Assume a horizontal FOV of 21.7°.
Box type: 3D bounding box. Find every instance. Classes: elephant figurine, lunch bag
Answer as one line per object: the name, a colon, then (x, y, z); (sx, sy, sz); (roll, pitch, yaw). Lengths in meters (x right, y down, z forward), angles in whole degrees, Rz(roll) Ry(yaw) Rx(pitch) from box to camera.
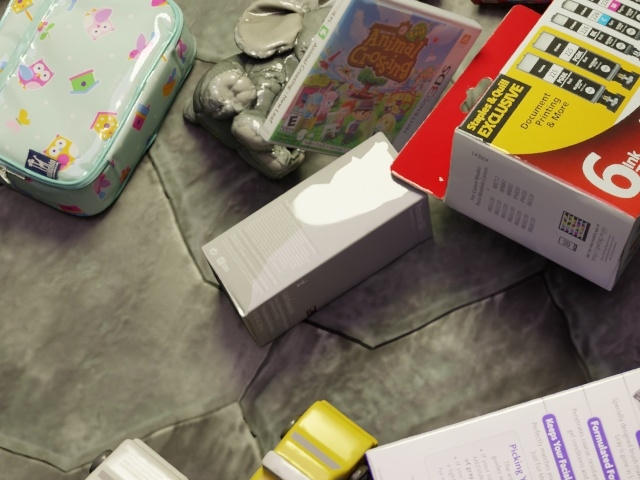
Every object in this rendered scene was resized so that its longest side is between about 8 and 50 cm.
elephant figurine: (-0.021, -0.197, 1.877); (0.186, 0.169, 0.239); (39, 81, 9)
lunch bag: (-0.293, -0.178, 1.926); (0.224, 0.108, 0.279); (24, 74, 15)

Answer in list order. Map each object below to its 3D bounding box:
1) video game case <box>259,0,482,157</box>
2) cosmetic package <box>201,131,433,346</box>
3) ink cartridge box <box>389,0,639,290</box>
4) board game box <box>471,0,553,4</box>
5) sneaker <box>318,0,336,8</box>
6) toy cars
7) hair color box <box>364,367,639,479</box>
video game case: (0.057, -0.172, 1.794); (0.023, 0.212, 0.193); (47, 115, 36)
cosmetic package: (0.000, 0.000, 1.816); (0.238, 0.127, 0.107); (-31, 69, -4)
ink cartridge box: (0.263, -0.145, 1.756); (0.272, 0.130, 0.309); (27, 56, 15)
board game box: (0.312, -0.338, 1.895); (0.281, 0.027, 0.145); (4, 74, 29)
sneaker: (0.095, -0.354, 1.973); (0.123, 0.106, 0.290); (32, 63, -19)
toy cars: (-0.129, 0.272, 1.747); (0.394, 0.087, 0.176); (-12, 68, 2)
hair color box: (0.231, 0.253, 1.689); (0.339, 0.110, 0.185); (-17, 80, 2)
